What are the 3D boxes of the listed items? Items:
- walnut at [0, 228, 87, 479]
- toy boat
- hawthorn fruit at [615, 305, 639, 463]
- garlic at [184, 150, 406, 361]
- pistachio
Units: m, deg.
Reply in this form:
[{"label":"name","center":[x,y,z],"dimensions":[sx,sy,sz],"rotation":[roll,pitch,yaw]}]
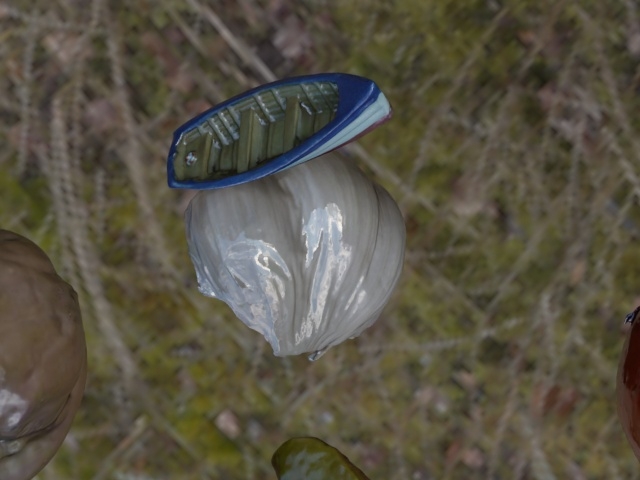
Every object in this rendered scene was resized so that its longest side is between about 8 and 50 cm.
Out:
[{"label":"walnut","center":[-0.322,0.108,1.553],"dimensions":[0.227,0.273,0.273],"rotation":[50,153,34]},{"label":"toy boat","center":[-0.031,-0.083,1.394],"dimensions":[0.229,0.080,0.046],"rotation":[-16,150,41]},{"label":"hawthorn fruit","center":[0.292,0.122,1.274],"dimensions":[0.185,0.202,0.185],"rotation":[7,122,11]},{"label":"garlic","center":[0.000,0.000,1.597],"dimensions":[0.143,0.229,0.178],"rotation":[-31,69,28]},{"label":"pistachio","center":[0.021,0.238,1.531],"dimensions":[0.173,0.089,0.049],"rotation":[46,-166,34]}]
